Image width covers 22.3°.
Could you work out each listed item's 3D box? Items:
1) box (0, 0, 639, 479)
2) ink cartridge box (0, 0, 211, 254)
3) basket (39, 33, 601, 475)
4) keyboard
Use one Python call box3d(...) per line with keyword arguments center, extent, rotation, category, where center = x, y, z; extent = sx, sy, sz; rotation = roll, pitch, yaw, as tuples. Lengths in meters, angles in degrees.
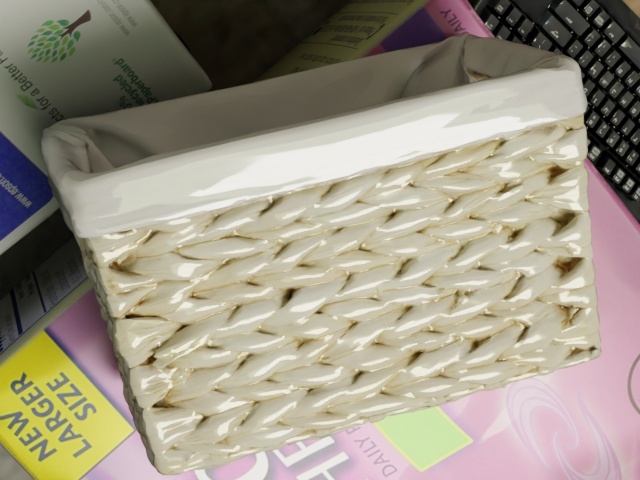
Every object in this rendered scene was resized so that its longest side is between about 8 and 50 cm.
box3d(center=(0.011, 0.049, 0.670), extent=(0.243, 0.117, 0.213), rotation=(-40, 104, -4), category="box")
box3d(center=(-0.208, -0.007, 0.554), extent=(0.333, 0.065, 0.165), rotation=(-39, 148, -2), category="ink cartridge box")
box3d(center=(0.000, 0.000, 0.544), extent=(0.167, 0.113, 0.103), rotation=(-13, 104, -10), category="basket")
box3d(center=(0.122, -0.063, 0.782), extent=(0.180, 0.023, 0.108), rotation=(36, 96, -38), category="keyboard")
